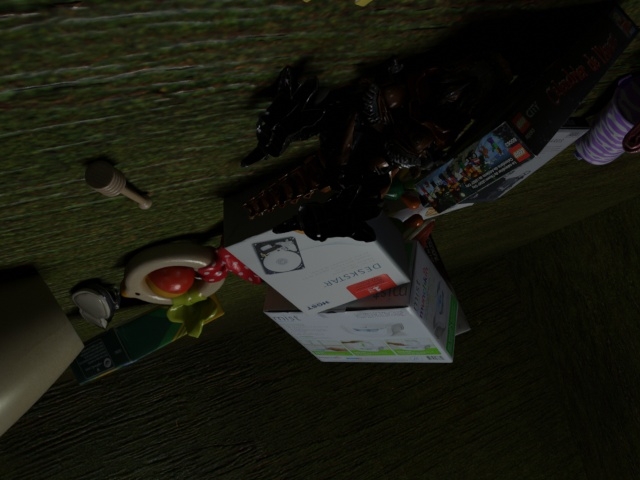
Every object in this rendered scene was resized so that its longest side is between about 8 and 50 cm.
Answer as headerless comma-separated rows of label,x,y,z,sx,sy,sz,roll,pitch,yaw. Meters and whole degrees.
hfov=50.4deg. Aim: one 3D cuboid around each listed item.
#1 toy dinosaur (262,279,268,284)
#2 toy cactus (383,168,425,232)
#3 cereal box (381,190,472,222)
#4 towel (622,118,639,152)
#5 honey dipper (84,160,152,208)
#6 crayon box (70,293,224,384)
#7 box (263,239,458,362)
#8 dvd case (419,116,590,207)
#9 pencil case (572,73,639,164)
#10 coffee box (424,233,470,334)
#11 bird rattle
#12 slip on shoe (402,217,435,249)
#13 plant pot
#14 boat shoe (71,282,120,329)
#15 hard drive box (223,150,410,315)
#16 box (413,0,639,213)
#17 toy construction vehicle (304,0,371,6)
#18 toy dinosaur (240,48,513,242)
toy dinosaur,-0.012,0.078,1.583,0.314,0.121,0.160,17,177,-5
toy cactus,0.067,-0.065,1.060,0.219,0.112,0.180,-18,152,16
cereal box,0.199,-0.074,1.315,0.240,0.047,0.173,-17,169,-5
towel,0.564,-0.213,0.965,0.329,0.037,0.237,-7,139,-50
honey dipper,-0.212,-0.055,0.743,0.030,0.030,0.160,-18,173,1
crayon box,-0.355,0.189,1.469,0.203,0.083,0.323,-26,-179,38
box,0.074,0.115,1.165,0.262,0.126,0.231,-5,147,28
dvd case,0.300,-0.128,1.129,0.179,0.029,0.238,-6,156,-33
pencil case,0.471,-0.187,1.077,0.086,0.088,0.206,-27,171,-4
coffee box,0.236,0.117,1.710,0.119,0.297,0.168,-31,164,39
bird rattle,-0.216,0.063,1.127,0.207,0.143,0.253,9,153,-33
slip on shoe,0.181,0.040,1.523,0.123,0.101,0.331,-30,-168,39
plant pot,-0.489,0.170,0.954,0.274,0.256,0.256,-32,175,-21
boat shoe,-0.405,0.106,1.251,0.065,0.075,0.206,-61,-177,-25
hard drive box,0.000,0.000,0.974,0.181,0.089,0.232,-21,143,20
box,0.214,-0.137,0.712,0.233,0.044,0.159,-45,-175,-28
toy construction vehicle,0.028,-0.181,0.453,0.086,0.035,0.098,-24,169,31
toy dinosaur,0.043,-0.088,0.713,0.322,0.164,0.218,-51,169,33
